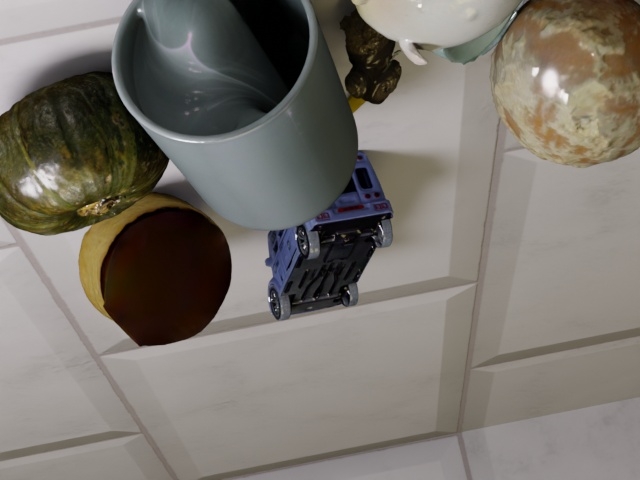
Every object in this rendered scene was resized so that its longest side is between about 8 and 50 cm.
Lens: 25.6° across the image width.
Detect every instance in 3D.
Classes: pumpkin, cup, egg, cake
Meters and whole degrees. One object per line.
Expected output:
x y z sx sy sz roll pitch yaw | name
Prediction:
-0.271 -0.097 1.558 0.223 0.157 0.224 -24 167 -6 | pumpkin
-0.075 -0.141 1.491 0.205 0.205 0.312 -14 159 7 | cup
0.288 -0.186 1.562 0.203 0.203 0.245 -17 157 12 | egg
-0.235 0.028 1.866 0.207 0.185 0.178 -19 -158 -32 | cake

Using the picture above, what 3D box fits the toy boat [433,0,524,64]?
0.151 -0.269 1.453 0.134 0.079 0.208 -36 157 -17 | toy boat

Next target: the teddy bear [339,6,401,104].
0.056 -0.216 1.522 0.078 0.119 0.160 22 141 8 | teddy bear

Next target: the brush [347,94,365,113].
0.028 -0.158 1.741 0.083 0.011 0.205 5 152 -32 | brush

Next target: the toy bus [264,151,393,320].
0.000 0.000 1.943 0.125 0.133 0.292 -10 155 -18 | toy bus

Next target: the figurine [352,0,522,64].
0.032 -0.305 1.171 0.394 0.227 0.274 21 173 -28 | figurine
